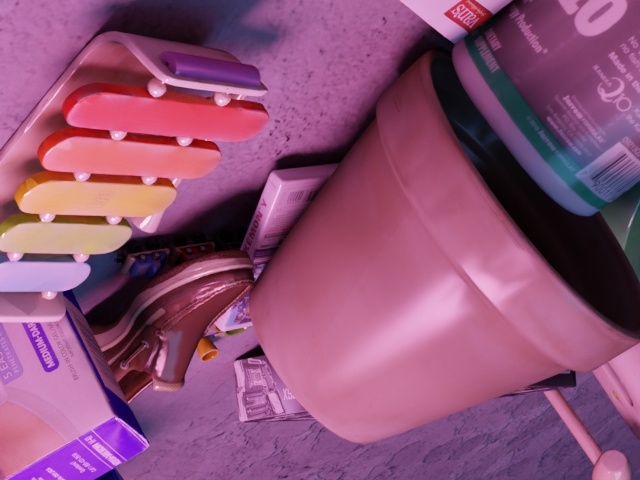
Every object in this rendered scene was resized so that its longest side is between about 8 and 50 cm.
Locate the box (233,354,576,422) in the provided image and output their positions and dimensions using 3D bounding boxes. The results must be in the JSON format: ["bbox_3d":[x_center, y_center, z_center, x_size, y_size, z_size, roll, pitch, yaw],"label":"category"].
[{"bbox_3d":[0.094,0.151,1.872,0.307,0.076,0.242,-13,168,38],"label":"box"}]

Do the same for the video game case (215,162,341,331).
[{"bbox_3d":[0.000,0.000,1.647,0.201,0.023,0.183,-10,133,-43],"label":"video game case"}]

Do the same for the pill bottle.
[{"bbox_3d":[0.312,-0.203,1.454,0.361,0.204,0.204,-39,154,16],"label":"pill bottle"}]

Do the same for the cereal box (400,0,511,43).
[{"bbox_3d":[0.161,-0.270,1.349,0.240,0.047,0.173,-38,154,15],"label":"cereal box"}]

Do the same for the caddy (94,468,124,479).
[{"bbox_3d":[-0.313,0.294,1.659,0.179,0.241,0.341,-37,155,24],"label":"caddy"}]

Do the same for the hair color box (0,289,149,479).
[{"bbox_3d":[-0.347,0.179,1.470,0.339,0.185,0.110,-31,155,0],"label":"hair color box"}]

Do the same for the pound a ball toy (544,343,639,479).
[{"bbox_3d":[0.344,0.118,1.948,0.208,0.319,0.136,-24,154,-12],"label":"pound a ball toy"}]

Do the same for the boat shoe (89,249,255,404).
[{"bbox_3d":[-0.146,0.098,1.585,0.095,0.095,0.257,-5,158,-48],"label":"boat shoe"}]

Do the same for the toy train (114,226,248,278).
[{"bbox_3d":[-0.125,0.014,1.578,0.158,0.036,0.027,-8,147,-39],"label":"toy train"}]

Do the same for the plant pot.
[{"bbox_3d":[0.095,0.034,1.527,0.280,0.323,0.323,-38,154,18],"label":"plant pot"}]

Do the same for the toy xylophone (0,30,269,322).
[{"bbox_3d":[-0.163,-0.057,1.354,0.236,0.081,0.323,-5,145,-44],"label":"toy xylophone"}]

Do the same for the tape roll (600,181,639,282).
[{"bbox_3d":[0.396,-0.078,1.793,0.321,0.077,0.321,-34,142,-32],"label":"tape roll"}]

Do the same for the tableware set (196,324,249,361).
[{"bbox_3d":[-0.110,0.081,1.736,0.104,0.024,0.154,-22,154,-17],"label":"tableware set"}]
